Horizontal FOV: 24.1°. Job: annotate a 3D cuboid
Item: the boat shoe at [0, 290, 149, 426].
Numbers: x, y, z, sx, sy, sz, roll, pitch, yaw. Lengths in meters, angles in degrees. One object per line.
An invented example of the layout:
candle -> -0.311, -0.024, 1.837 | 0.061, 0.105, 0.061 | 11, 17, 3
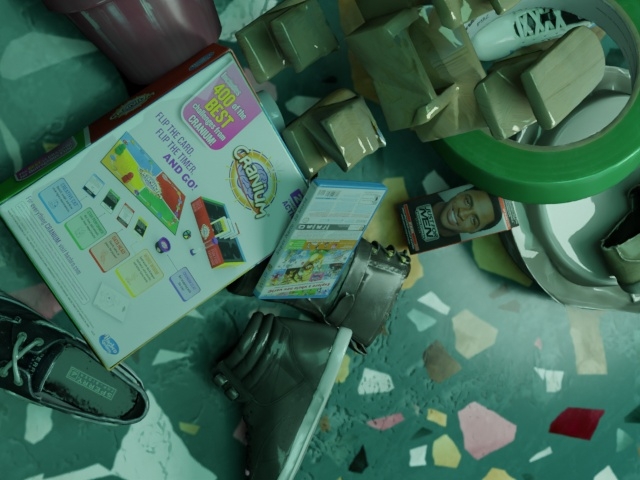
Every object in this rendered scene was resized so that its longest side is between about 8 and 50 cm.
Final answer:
boat shoe -> -0.338, 0.141, 1.765 | 0.301, 0.102, 0.108 | 30, 84, -19

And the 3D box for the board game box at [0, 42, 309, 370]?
board game box -> -0.182, -0.039, 1.718 | 0.316, 0.064, 0.242 | -35, 115, -11

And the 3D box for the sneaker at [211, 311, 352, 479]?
sneaker -> -0.078, 0.219, 1.874 | 0.147, 0.104, 0.296 | 22, 102, 2

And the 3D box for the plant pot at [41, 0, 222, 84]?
plant pot -> -0.211, -0.289, 1.738 | 0.201, 0.201, 0.180 | -39, 121, -12

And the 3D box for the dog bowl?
dog bowl -> 0.384, -0.068, 2.000 | 0.349, 0.102, 0.349 | -2, 96, -19

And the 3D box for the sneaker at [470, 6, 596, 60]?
sneaker -> 0.295, -0.298, 1.960 | 0.237, 0.086, 0.085 | -23, 103, -15

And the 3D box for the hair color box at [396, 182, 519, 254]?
hair color box -> 0.174, -0.033, 1.910 | 0.043, 0.141, 0.072 | -14, 88, -61

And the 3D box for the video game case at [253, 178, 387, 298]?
video game case -> 0.000, 0.000, 1.776 | 0.119, 0.015, 0.166 | 1, 126, -46

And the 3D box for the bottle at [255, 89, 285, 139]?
bottle -> -0.179, -0.096, 1.806 | 0.283, 0.092, 0.118 | -27, 101, -16

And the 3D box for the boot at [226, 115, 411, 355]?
boot -> 0.015, -0.006, 1.896 | 0.229, 0.091, 0.263 | 19, 92, -25

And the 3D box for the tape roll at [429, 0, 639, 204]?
tape roll -> 0.275, -0.205, 1.857 | 0.321, 0.077, 0.321 | -2, 71, 5

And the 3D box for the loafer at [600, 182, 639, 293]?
loafer -> 0.450, -0.049, 1.921 | 0.087, 0.094, 0.251 | 40, 81, -22

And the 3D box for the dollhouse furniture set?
dollhouse furniture set -> 0.102, -0.313, 1.708 | 0.256, 0.362, 0.394 | -42, 113, -43
